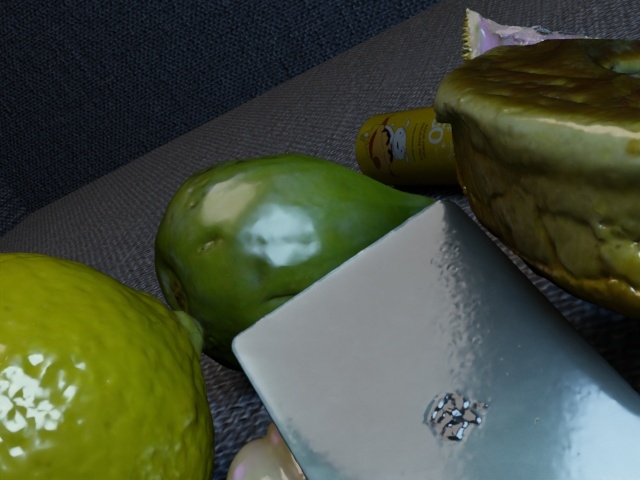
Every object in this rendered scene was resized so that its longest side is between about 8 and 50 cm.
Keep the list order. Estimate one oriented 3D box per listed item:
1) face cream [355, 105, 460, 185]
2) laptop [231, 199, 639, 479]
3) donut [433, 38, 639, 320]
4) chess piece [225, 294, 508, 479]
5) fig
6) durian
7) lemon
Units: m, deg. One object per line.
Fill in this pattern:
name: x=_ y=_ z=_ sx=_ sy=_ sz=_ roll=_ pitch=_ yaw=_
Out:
face cream: x=0.177 y=-0.118 z=0.910 sx=0.105 sy=0.105 sz=0.348 roll=-40 pitch=22 yaw=-21
laptop: x=0.080 y=0.107 z=0.446 sx=0.187 sy=0.015 sz=0.269 roll=-35 pitch=56 yaw=-4
donut: x=0.239 y=-0.050 z=0.496 sx=0.329 sy=0.160 sz=0.330 roll=-5 pitch=24 yaw=2
chess piece: x=0.011 y=0.154 z=0.518 sx=0.307 sy=0.139 sz=0.124 roll=-39 pitch=-15 yaw=-8
fig: x=-0.021 y=-0.009 z=0.768 sx=0.314 sy=0.233 sz=0.233 roll=-40 pitch=21 yaw=-6
durian: x=0.269 y=-0.213 z=0.946 sx=0.182 sy=0.132 sz=0.165 roll=4 pitch=40 yaw=-2
lemon: x=-0.247 y=0.170 z=0.567 sx=0.336 sy=0.336 sz=0.336 roll=-28 pitch=21 yaw=11
